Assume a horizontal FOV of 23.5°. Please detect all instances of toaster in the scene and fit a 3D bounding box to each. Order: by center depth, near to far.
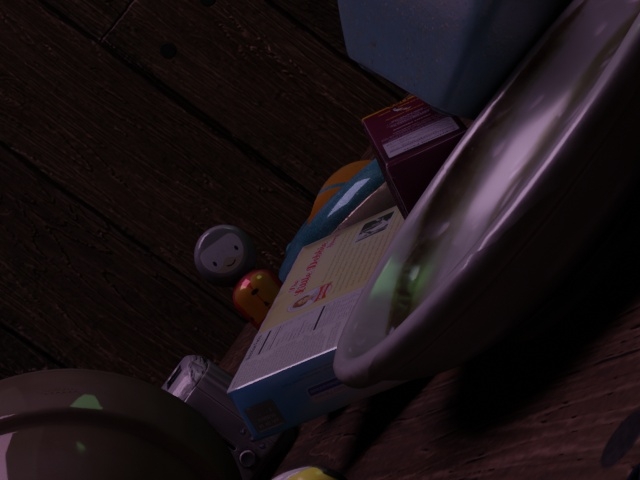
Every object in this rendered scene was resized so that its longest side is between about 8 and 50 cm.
[{"bbox_3d":[-0.122,0.215,1.786,0.129,0.146,0.227,-53,5,-2],"label":"toaster"}]

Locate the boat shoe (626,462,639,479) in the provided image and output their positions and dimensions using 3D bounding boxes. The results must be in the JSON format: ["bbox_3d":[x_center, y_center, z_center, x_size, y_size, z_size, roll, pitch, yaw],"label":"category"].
[{"bbox_3d":[0.076,0.161,0.582,0.258,0.089,0.109,-51,5,30],"label":"boat shoe"}]

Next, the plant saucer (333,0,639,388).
[{"bbox_3d":[0.163,-0.040,1.096,0.400,0.100,0.400,-54,5,7],"label":"plant saucer"}]

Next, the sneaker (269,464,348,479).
[{"bbox_3d":[-0.037,0.261,1.119,0.208,0.081,0.094,-60,11,8],"label":"sneaker"}]

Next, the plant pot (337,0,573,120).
[{"bbox_3d":[0.158,-0.236,1.355,0.248,0.247,0.252,37,111,45],"label":"plant pot"}]

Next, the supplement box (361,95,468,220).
[{"bbox_3d":[0.102,-0.062,1.404,0.081,0.104,0.188,-24,18,2],"label":"supplement box"}]

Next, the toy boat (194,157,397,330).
[{"bbox_3d":[0.000,0.000,1.732,0.318,0.148,0.267,-31,-14,-47],"label":"toy boat"}]

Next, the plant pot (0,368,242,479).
[{"bbox_3d":[-0.219,0.318,1.327,0.323,0.323,0.280,-52,21,21],"label":"plant pot"}]

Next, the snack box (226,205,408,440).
[{"bbox_3d":[0.040,0.056,1.444,0.187,0.060,0.322,-24,17,21],"label":"snack box"}]
